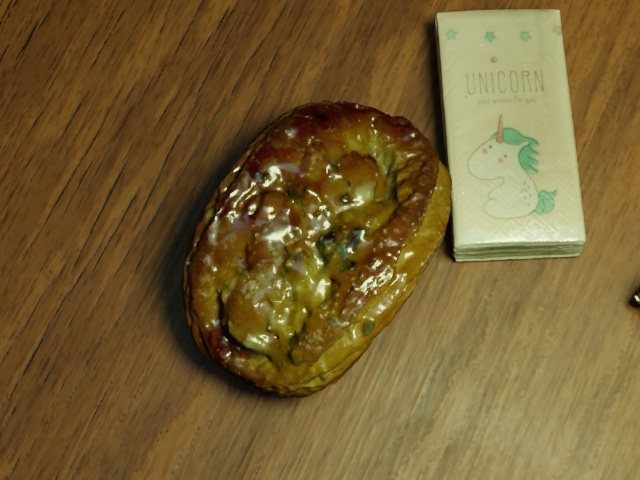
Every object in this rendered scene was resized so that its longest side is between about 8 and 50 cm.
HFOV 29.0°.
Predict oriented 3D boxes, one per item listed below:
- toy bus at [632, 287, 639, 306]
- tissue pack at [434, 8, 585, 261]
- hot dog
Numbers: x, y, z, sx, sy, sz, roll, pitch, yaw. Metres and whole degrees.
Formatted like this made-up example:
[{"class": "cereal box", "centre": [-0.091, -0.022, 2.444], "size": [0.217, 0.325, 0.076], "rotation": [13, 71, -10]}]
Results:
[{"class": "toy bus", "centre": [0.541, 0.016, 1.524], "size": [0.303, 0.147, 0.127], "rotation": [-37, 83, -9]}, {"class": "tissue pack", "centre": [0.242, -0.139, 1.599], "size": [0.170, 0.071, 0.325], "rotation": [-4, 73, 0]}, {"class": "hot dog", "centre": [0.000, 0.000, 1.504], "size": [0.267, 0.174, 0.387], "rotation": [31, 77, 10]}]
